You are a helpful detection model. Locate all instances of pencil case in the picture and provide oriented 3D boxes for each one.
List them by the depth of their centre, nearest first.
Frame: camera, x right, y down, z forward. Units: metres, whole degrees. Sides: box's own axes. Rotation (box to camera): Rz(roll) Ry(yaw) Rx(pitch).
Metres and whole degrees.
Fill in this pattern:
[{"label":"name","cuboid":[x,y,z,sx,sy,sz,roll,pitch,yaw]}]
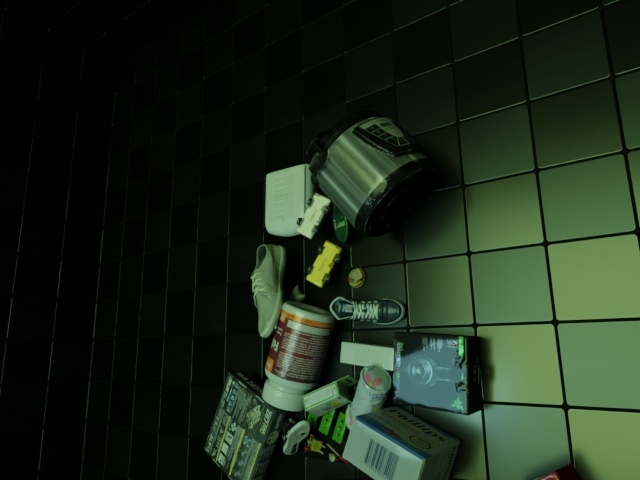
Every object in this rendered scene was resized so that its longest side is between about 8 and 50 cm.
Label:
[{"label":"pencil case","cuboid":[0.168,0.572,1.688,0.124,0.113,0.273,-116,32,-47]}]

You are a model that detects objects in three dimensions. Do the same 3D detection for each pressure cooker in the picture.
[{"label":"pressure cooker","cuboid":[0.165,-0.267,1.741,0.375,0.370,0.420,-39,65,1]}]

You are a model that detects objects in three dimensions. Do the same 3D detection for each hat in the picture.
[{"label":"hat","cuboid":[0.163,-0.100,1.955,0.208,0.183,0.173,100,154,-53]}]

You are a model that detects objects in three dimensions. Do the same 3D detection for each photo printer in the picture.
[{"label":"photo printer","cuboid":[-0.136,-0.173,2.144,0.256,0.107,0.308,-9,75,35]}]

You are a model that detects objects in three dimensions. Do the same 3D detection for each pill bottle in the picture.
[{"label":"pill bottle","cuboid":[-0.095,0.462,1.904,0.224,0.224,0.392,15,89,38]}]

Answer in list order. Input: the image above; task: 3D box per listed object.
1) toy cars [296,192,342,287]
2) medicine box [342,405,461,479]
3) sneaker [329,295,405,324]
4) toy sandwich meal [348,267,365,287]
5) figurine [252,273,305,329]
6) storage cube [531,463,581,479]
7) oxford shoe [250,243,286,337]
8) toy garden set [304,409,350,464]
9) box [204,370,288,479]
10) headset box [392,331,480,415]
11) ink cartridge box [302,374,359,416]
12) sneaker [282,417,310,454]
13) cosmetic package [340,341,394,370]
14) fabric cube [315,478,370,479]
[{"label":"toy cars","cuboid":[0.000,0.000,1.987,0.176,0.087,0.394,-14,81,12]},{"label":"medicine box","cuboid":[0.268,0.681,1.538,0.263,0.289,0.149,18,94,38]},{"label":"sneaker","cuboid":[0.167,0.264,1.791,0.282,0.153,0.099,-2,80,37]},{"label":"toy sandwich meal","cuboid":[0.144,0.151,1.911,0.085,0.029,0.086,-9,75,36]},{"label":"figurine","cuboid":[-0.177,0.259,2.102,0.215,0.092,0.209,43,102,34]},{"label":"storage cube","cuboid":[0.644,0.751,1.290,0.183,0.215,0.193,-40,53,24]},{"label":"oxford shoe","cuboid":[-0.233,0.199,1.988,0.169,0.130,0.449,-44,34,42]},{"label":"toy garden set","cuboid":[0.050,0.762,1.845,0.244,0.049,0.204,16,89,38]},{"label":"box","cuboid":[-0.329,0.815,2.030,0.318,0.097,0.395,24,99,40]},{"label":"headset box","cuboid":[0.400,0.439,1.590,0.283,0.131,0.246,-3,79,36]},{"label":"ink cartridge box","cuboid":[0.048,0.597,1.804,0.209,0.109,0.062,-29,50,13]},{"label":"sneaker","cuboid":[-0.109,0.756,1.909,0.121,0.079,0.217,-106,34,-51]},{"label":"cosmetic package","cuboid":[0.200,0.429,1.755,0.231,0.117,0.086,-4,77,38]},{"label":"fabric cube","cuboid":[0.029,1.010,1.671,0.258,0.259,0.254,-19,71,33]}]
